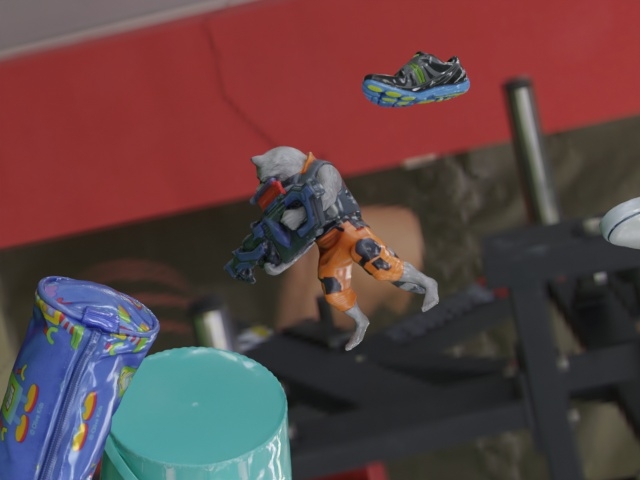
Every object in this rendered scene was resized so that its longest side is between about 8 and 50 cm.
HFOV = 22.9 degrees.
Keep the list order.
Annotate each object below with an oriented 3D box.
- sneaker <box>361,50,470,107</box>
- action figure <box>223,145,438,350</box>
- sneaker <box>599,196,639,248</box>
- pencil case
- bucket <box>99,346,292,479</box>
[{"bbox_3d":[0.142,-0.251,2.438,0.067,0.188,0.078,-29,-107,61],"label":"sneaker"},{"bbox_3d":[0.000,0.000,2.420,0.178,0.341,0.330,-39,96,-32],"label":"action figure"},{"bbox_3d":[0.506,-0.002,2.186,0.094,0.258,0.091,-61,-144,42],"label":"sneaker"},{"bbox_3d":[-0.246,0.188,1.443,0.133,0.119,0.306,-141,-111,-71],"label":"pencil case"},{"bbox_3d":[-0.166,0.284,2.089,0.281,0.281,0.183,-86,179,-56],"label":"bucket"}]
